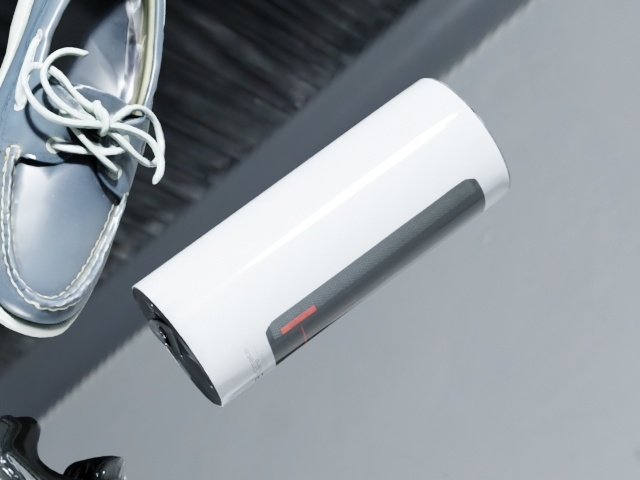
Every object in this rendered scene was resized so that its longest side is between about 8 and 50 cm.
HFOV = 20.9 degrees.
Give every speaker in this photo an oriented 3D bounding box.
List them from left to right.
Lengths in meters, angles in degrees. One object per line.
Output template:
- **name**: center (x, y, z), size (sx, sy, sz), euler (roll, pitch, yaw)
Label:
- **speaker**: center (0.000, 0.000, 0.628), size (0.136, 0.055, 0.055), euler (-36, 42, -14)

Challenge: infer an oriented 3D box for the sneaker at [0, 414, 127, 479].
- **sneaker**: center (-0.135, 0.212, 1.077), size (0.135, 0.276, 0.098), euler (-53, 19, -21)

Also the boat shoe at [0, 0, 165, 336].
- **boat shoe**: center (-0.132, -0.071, 0.964), size (0.079, 0.095, 0.254), euler (-30, 41, 48)
